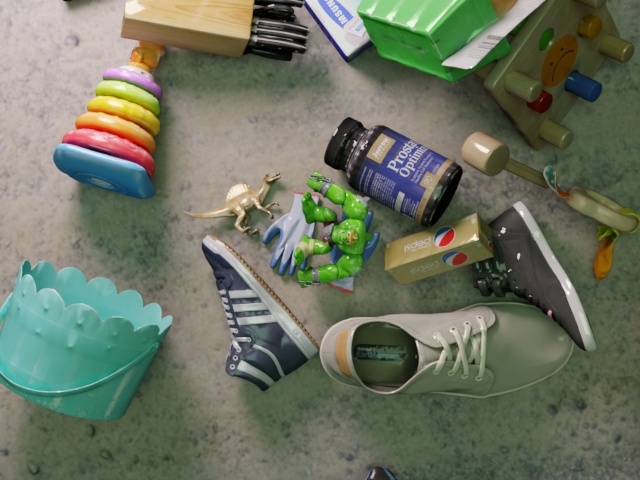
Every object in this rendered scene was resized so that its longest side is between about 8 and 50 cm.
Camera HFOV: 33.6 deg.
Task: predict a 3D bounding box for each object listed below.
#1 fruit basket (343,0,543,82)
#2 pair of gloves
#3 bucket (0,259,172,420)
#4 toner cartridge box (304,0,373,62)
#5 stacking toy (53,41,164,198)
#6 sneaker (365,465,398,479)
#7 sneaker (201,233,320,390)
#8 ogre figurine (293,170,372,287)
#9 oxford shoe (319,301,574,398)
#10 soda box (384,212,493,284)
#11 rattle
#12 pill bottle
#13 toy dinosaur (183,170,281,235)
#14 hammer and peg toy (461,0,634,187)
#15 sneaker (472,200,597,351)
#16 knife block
[{"bbox_3d":[0.252,-0.411,1.704,0.353,0.327,0.165,-41,130,-17],"label":"fruit basket"},{"bbox_3d":[0.000,0.000,1.878,0.198,0.023,0.159,16,90,0],"label":"pair of gloves"},{"bbox_3d":[-0.404,0.166,1.764,0.281,0.281,0.183,22,94,0],"label":"bucket"},{"bbox_3d":[0.009,-0.501,1.853,0.165,0.075,0.348,-37,90,1],"label":"toner cartridge box"},{"bbox_3d":[-0.332,-0.238,1.829,0.166,0.175,0.301,16,79,2],"label":"stacking toy"},{"bbox_3d":[-0.001,0.512,1.848,0.341,0.125,0.139,-23,62,3],"label":"sneaker"},{"bbox_3d":[-0.145,0.133,1.841,0.153,0.099,0.282,-41,93,-2],"label":"sneaker"},{"bbox_3d":[0.024,-0.014,1.825,0.118,0.097,0.197,7,76,17],"label":"ogre figurine"},{"bbox_3d":[0.226,0.191,1.814,0.449,0.130,0.169,-1,86,-9],"label":"oxford shoe"},{"bbox_3d":[0.201,0.016,1.812,0.181,0.061,0.058,-20,50,27],"label":"soda box"},{"bbox_3d":[0.436,-0.032,1.820,0.200,0.130,0.142,13,129,-33],"label":"rattle"},{"bbox_3d":[0.122,-0.122,1.819,0.219,0.123,0.122,29,90,13],"label":"pill bottle"},{"bbox_3d":[-0.141,-0.054,1.874,0.183,0.053,0.092,-27,74,-7],"label":"toy dinosaur"},{"bbox_3d":[0.362,-0.257,1.774,0.127,0.266,0.361,35,91,35],"label":"hammer and peg toy"},{"bbox_3d":[0.351,0.087,1.811,0.147,0.104,0.295,-29,64,6],"label":"sneaker"},{"bbox_3d":[-0.167,-0.360,1.809,0.276,0.088,0.242,-39,89,-20],"label":"knife block"}]
